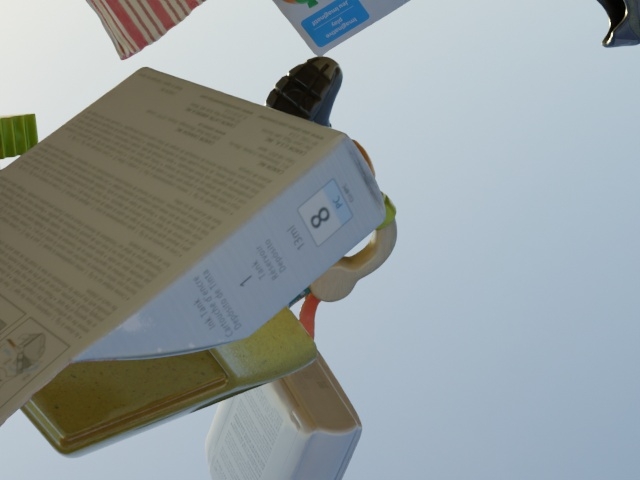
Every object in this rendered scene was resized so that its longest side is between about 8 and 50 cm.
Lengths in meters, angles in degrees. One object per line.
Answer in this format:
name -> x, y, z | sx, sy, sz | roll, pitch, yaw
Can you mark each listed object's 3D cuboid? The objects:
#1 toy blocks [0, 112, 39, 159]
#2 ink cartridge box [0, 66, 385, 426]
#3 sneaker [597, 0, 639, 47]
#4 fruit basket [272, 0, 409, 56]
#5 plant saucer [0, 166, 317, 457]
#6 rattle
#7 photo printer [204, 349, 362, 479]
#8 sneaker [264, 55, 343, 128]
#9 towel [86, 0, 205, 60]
toy blocks -> -0.417, -0.071, 1.548 | 0.190, 0.381, 0.261 | -5, -168, -5
ink cartridge box -> -0.185, 0.031, 1.059 | 0.385, 0.091, 0.308 | -41, -145, -18
sneaker -> 0.331, -0.359, 1.613 | 0.121, 0.300, 0.111 | -25, 179, -8
fruit basket -> 0.039, -0.363, 1.286 | 0.327, 0.353, 0.165 | -30, -146, 13
plant saucer -> -0.226, 0.075, 1.394 | 0.332, 0.333, 0.081 | -24, -153, 24
rattle -> 0.000, 0.000, 1.627 | 0.130, 0.200, 0.143 | -2, -143, -33
photo printer -> -0.067, 0.310, 2.087 | 0.107, 0.308, 0.256 | 0, -144, -31
sneaker -> -0.036, -0.131, 1.952 | 0.106, 0.267, 0.101 | 18, -162, -42
towel -> -0.195, -0.293, 1.515 | 0.029, 0.144, 0.197 | -23, -162, 40
